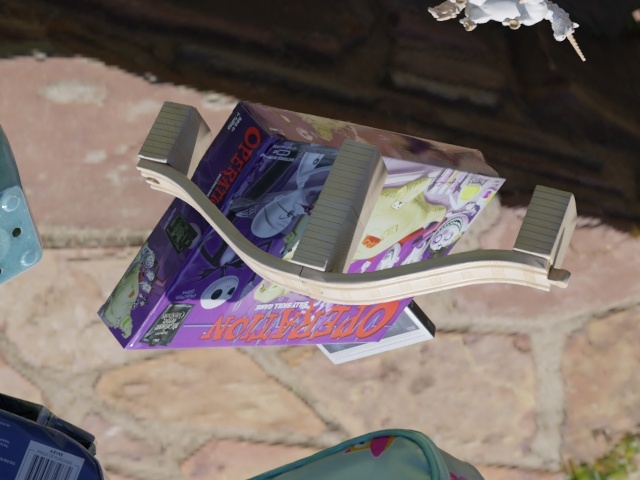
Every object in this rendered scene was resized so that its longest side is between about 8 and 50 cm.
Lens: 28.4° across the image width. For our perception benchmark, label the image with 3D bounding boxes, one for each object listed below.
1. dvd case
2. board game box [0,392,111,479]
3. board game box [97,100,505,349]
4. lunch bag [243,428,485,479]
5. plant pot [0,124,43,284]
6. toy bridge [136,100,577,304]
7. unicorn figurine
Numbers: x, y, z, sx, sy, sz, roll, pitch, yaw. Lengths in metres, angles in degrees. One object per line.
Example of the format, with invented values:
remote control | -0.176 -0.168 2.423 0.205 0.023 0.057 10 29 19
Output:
dvd case | 0.035 0.088 1.854 0.179 0.030 0.239 -18 132 29
board game box | -0.211 0.119 0.760 0.194 0.060 0.194 19 164 -1
board game box | 0.000 0.000 1.043 0.346 0.056 0.208 4 132 -54
lunch bag | 0.015 0.278 0.819 0.224 0.279 0.108 -21 142 23
plant pot | -0.528 -0.045 1.778 0.247 0.252 0.247 -33 140 -25
toy bridge | 0.008 -0.008 0.504 0.188 0.063 0.026 15 158 23
unicorn figurine | 0.206 -0.243 1.349 0.161 0.111 0.060 24 111 17
